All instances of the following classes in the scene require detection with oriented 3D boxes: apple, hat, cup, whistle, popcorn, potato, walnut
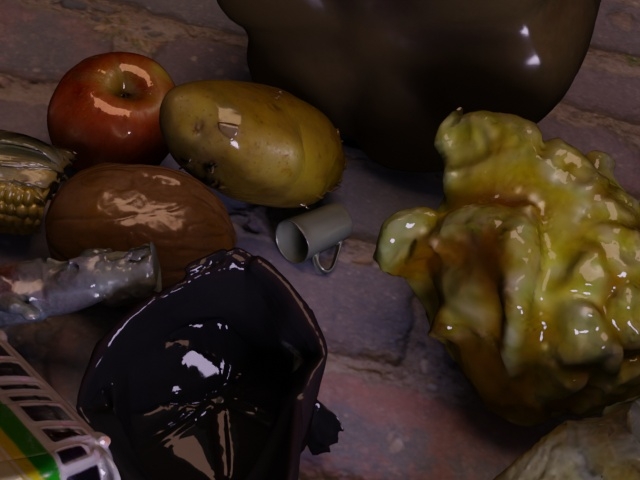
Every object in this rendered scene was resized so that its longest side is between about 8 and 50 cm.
[{"bbox_3d":[-0.244,-0.144,1.709,0.163,0.139,0.163,11,54,-16],"label":"apple"},{"bbox_3d":[-0.100,0.200,1.379,0.238,0.209,0.336,-4,59,6],"label":"hat"},{"bbox_3d":[0.001,-0.005,1.696,0.083,0.054,0.075,-24,54,-41],"label":"cup"},{"bbox_3d":[-0.332,0.050,1.421,0.346,0.142,0.134,-8,86,1],"label":"whistle"},{"bbox_3d":[0.240,0.038,1.561,0.274,0.279,0.335,-36,55,3],"label":"popcorn"},{"bbox_3d":[-0.076,-0.112,1.674,0.173,0.140,0.300,16,5,26],"label":"potato"},{"bbox_3d":[-0.191,-0.004,1.547,0.207,0.167,0.167,5,42,-12],"label":"walnut"}]

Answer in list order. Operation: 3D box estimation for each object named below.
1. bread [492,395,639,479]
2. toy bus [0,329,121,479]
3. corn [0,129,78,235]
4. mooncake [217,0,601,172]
[{"bbox_3d":[0.305,0.271,1.340,0.395,0.264,0.239,-8,51,-29],"label":"bread"},{"bbox_3d":[-0.294,0.193,1.241,0.179,0.143,0.305,-5,23,-34],"label":"toy bus"},{"bbox_3d":[-0.423,-0.084,1.570,0.305,0.123,0.122,12,27,-3],"label":"corn"},{"bbox_3d":[0.105,-0.304,1.784,0.467,0.467,0.262,23,46,7],"label":"mooncake"}]
